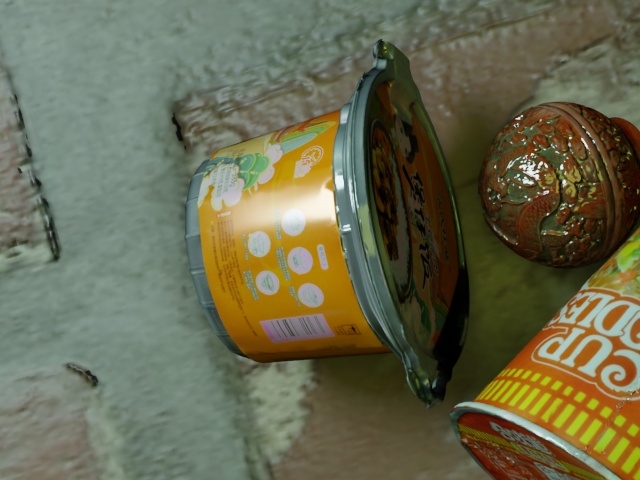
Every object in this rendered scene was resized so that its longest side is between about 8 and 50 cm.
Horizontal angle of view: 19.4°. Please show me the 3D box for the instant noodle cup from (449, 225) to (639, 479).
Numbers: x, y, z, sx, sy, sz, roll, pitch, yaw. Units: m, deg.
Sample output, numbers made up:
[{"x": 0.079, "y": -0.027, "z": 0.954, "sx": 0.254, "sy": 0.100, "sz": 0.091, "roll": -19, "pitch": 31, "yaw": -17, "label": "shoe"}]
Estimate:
[{"x": 0.209, "y": 0.072, "z": 1.039, "sx": 0.193, "sy": 0.193, "sz": 0.212, "roll": 37, "pitch": 75, "yaw": 5, "label": "instant noodle cup"}]

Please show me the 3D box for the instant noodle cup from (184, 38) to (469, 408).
[{"x": 0.000, "y": 0.000, "z": 1.080, "sx": 0.126, "sy": 0.177, "sz": 0.208, "roll": -12, "pitch": 56, "yaw": 20, "label": "instant noodle cup"}]

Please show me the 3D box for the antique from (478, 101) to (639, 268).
[{"x": 0.139, "y": -0.032, "z": 1.091, "sx": 0.104, "sy": 0.104, "sz": 0.104, "roll": 0, "pitch": 89, "yaw": 5, "label": "antique"}]
